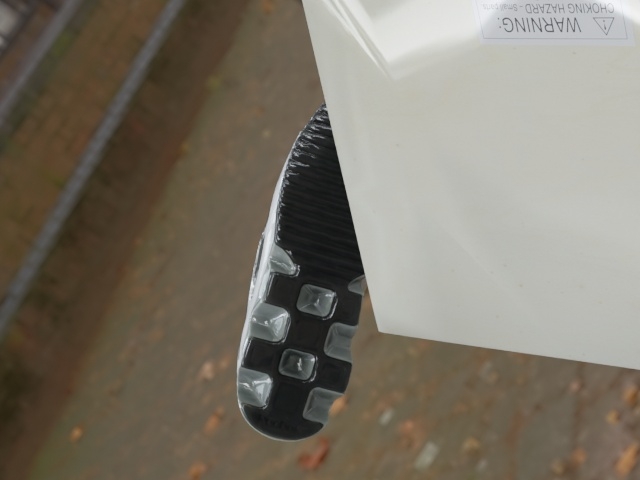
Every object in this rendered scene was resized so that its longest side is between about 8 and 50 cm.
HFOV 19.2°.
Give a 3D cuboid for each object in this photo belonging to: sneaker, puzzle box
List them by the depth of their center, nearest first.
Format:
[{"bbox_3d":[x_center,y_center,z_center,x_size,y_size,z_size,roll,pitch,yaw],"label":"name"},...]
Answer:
[{"bbox_3d":[0.185,-0.047,1.141,0.409,0.272,0.052,7,30,36],"label":"puzzle box"},{"bbox_3d":[0.000,0.000,1.643,0.146,0.122,0.330,-134,67,-80],"label":"sneaker"}]
